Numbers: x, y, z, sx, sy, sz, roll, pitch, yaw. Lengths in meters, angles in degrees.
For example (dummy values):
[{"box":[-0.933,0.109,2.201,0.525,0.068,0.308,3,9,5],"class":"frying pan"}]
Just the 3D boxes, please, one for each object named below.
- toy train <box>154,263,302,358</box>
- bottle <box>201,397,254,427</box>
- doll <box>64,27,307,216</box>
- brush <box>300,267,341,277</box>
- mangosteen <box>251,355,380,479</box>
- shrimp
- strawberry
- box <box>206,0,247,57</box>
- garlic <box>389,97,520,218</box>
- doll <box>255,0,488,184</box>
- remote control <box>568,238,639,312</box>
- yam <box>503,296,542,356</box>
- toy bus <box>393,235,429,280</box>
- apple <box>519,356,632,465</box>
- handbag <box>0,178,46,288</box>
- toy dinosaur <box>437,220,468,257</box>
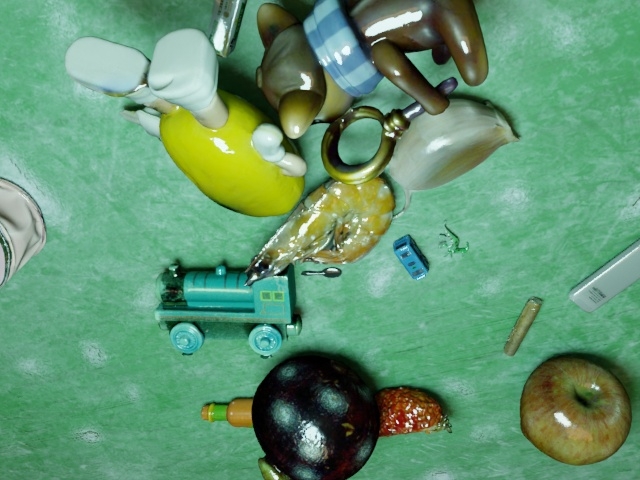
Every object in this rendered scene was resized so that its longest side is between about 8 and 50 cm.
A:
[{"box":[-0.187,0.126,1.162,0.299,0.120,0.194,0,114,6],"class":"toy train"},{"box":[-0.187,0.405,1.358,0.187,0.069,0.069,-2,121,9],"class":"bottle"},{"box":[-0.179,-0.165,0.878,0.348,0.423,0.161,26,80,-1],"class":"doll"},{"box":[0.001,0.066,1.163,0.084,0.008,0.024,-3,123,8],"class":"brush"},{"box":[-0.018,0.382,1.198,0.288,0.288,0.287,3,122,4],"class":"mangosteen"},{"box":[0.000,0.000,1.041,0.317,0.062,0.164,-38,112,11],"class":"shrimp"},{"box":[0.171,0.387,1.297,0.236,0.106,0.175,-9,157,12],"class":"strawberry"},{"box":[-0.129,-0.383,0.875,0.041,0.049,0.207,20,121,-5],"class":"box"},{"box":[0.181,-0.143,0.978,0.267,0.128,0.148,-32,102,34],"class":"garlic"},{"box":[0.077,-0.274,0.844,0.340,0.209,0.317,-27,84,12],"class":"doll"},{"box":[0.586,0.041,1.080,0.067,0.029,0.261,37,116,-16],"class":"remote control"},{"box":[0.411,0.178,1.177,0.032,0.032,0.145,12,123,-2],"class":"yam"},{"box":[0.175,0.035,1.104,0.038,0.046,0.083,-28,114,21],"class":"toy bus"},{"box":[0.512,0.344,1.171,0.211,0.210,0.187,-1,148,7],"class":"apple"},{"box":[-0.647,-0.010,1.118,0.180,0.116,0.204,10,123,1],"class":"handbag"},{"box":[0.254,0.002,1.092,0.063,0.021,0.083,4,126,-5],"class":"toy dinosaur"}]
